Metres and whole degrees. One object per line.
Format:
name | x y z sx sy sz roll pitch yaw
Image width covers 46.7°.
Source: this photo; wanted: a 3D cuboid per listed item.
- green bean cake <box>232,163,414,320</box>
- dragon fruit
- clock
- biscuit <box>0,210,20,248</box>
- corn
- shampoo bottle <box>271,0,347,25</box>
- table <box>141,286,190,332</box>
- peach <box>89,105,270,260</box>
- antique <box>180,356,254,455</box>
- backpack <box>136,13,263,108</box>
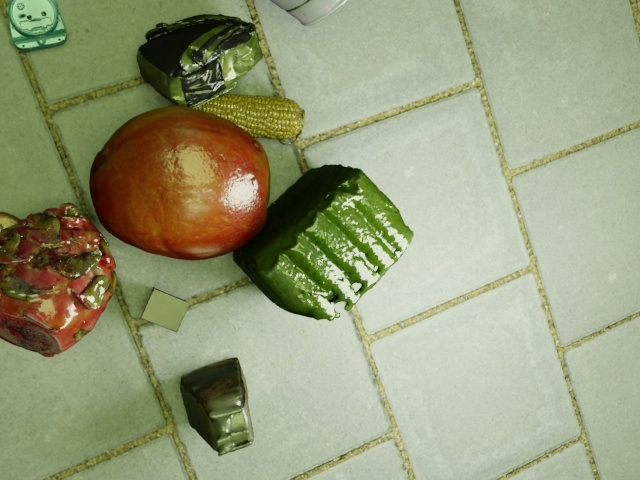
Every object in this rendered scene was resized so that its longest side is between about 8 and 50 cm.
green bean cake | 0.000 0.000 1.596 0.335 0.319 0.218 -43 108 -6
dragon fruit | -0.531 0.071 1.479 0.250 0.269 0.291 19 54 -10
clock | -0.588 -0.466 1.517 0.108 0.045 0.147 -16 98 -17
biscuit | -0.767 0.026 1.498 0.340 0.047 0.216 -11 98 -16
corn | -0.179 -0.275 1.634 0.293 0.106 0.106 4 93 -14
shampoo bottle | -0.028 -0.618 1.559 0.266 0.273 0.273 45 81 -23
table | -0.341 0.147 1.619 0.083 0.082 0.070 24 87 -17
peach | -0.282 -0.113 1.503 0.373 0.372 0.290 5 75 -17
antique | -0.207 0.352 1.571 0.150 0.284 0.125 -16 98 -14
backpack | -0.247 -0.389 1.551 0.253 0.207 0.140 -33 139 -21
